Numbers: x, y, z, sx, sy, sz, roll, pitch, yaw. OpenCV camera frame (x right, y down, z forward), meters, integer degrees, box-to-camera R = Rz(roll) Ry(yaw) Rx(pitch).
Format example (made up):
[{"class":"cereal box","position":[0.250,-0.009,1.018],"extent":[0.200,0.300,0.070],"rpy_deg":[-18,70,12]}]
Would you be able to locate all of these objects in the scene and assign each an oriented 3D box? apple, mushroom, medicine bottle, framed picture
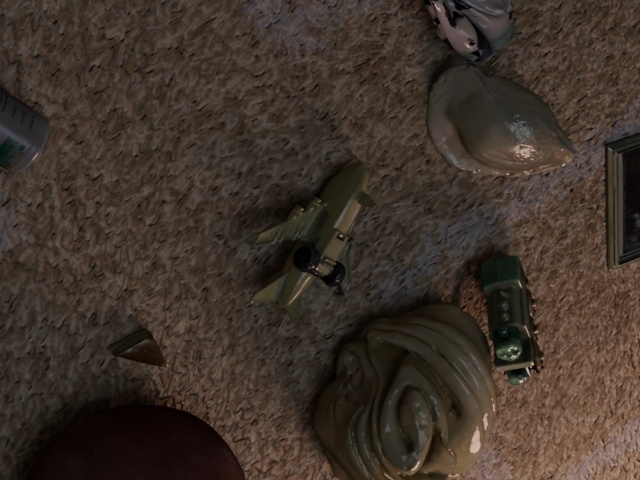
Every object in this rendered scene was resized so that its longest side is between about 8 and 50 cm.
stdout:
[{"class":"apple","position":[-0.247,0.368,1.712],"extent":[0.305,0.235,0.306],"rpy_deg":[-10,114,-23]},{"class":"mushroom","position":[0.217,0.165,2.005],"extent":[0.026,0.028,0.286],"rpy_deg":[-38,139,-63]},{"class":"medicine bottle","position":[-0.395,-0.143,1.504],"extent":[0.130,0.080,0.080],"rpy_deg":[34,93,-35]},{"class":"framed picture","position":[0.595,-0.091,2.096],"extent":[0.296,0.019,0.232],"rpy_deg":[-19,119,-20]}]

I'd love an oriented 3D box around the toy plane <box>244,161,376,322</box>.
[{"class":"toy plane","position":[0.000,0.000,1.776],"extent":[0.244,0.092,0.229],"rpy_deg":[-54,140,5]}]

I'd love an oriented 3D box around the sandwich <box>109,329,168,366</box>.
[{"class":"sandwich","position":[-0.243,0.144,1.740],"extent":[0.083,0.031,0.044],"rpy_deg":[18,104,-32]}]

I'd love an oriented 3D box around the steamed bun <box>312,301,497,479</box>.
[{"class":"steamed bun","position":[0.149,0.255,1.895],"extent":[0.289,0.203,0.276],"rpy_deg":[-32,123,-14]}]

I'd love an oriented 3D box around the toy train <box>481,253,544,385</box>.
[{"class":"toy train","position":[0.288,0.121,1.928],"extent":[0.081,0.194,0.125],"rpy_deg":[-13,136,16]}]

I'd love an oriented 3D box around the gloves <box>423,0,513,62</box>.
[{"class":"gloves","position":[0.195,-0.345,1.722],"extent":[0.127,0.111,0.212],"rpy_deg":[-19,126,9]}]

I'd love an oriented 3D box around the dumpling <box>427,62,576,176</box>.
[{"class":"dumpling","position":[0.255,-0.154,1.831],"extent":[0.216,0.126,0.166],"rpy_deg":[13,143,-36]}]
